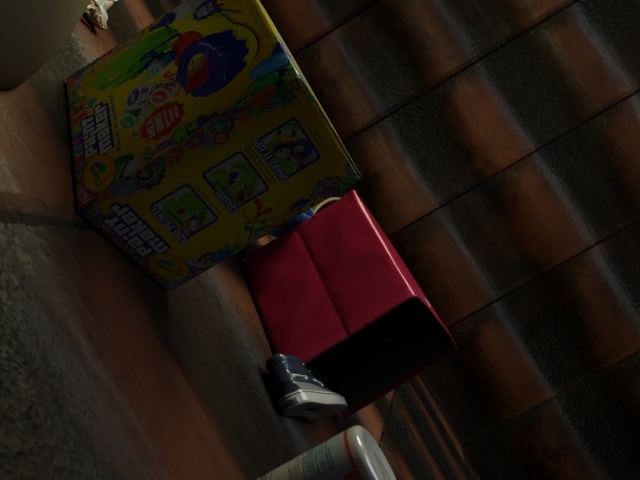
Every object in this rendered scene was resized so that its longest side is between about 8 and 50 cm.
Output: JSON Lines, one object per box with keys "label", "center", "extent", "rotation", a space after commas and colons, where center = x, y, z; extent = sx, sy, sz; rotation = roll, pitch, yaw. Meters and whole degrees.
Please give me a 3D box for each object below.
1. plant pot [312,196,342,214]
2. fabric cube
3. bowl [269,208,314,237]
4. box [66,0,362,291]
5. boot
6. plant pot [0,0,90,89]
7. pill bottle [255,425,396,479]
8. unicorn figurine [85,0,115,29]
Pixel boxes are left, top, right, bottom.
{"label": "plant pot", "center": [0.000, 0.000, 1.848], "extent": [0.110, 0.237, 0.237], "rotation": [8, -35, 42]}
{"label": "fabric cube", "center": [0.051, 0.120, 1.261], "extent": [0.254, 0.259, 0.258], "rotation": [49, 11, -50]}
{"label": "bowl", "center": [-0.170, -0.159, 1.312], "extent": [0.391, 0.077, 0.391], "rotation": [46, 8, -8]}
{"label": "box", "center": [-0.145, -0.143, 0.879], "extent": [0.177, 0.279, 0.290], "rotation": [53, 8, -45]}
{"label": "boot", "center": [-0.019, 0.226, 1.079], "extent": [0.086, 0.069, 0.190], "rotation": [66, 10, 25]}
{"label": "plant pot", "center": [-0.328, -0.325, 0.706], "extent": [0.284, 0.191, 0.284], "rotation": [59, 7, -12]}
{"label": "pill bottle", "center": [-0.012, 0.247, 0.650], "extent": [0.087, 0.160, 0.087], "rotation": [58, 7, -11]}
{"label": "unicorn figurine", "center": [-0.403, -0.430, 1.237], "extent": [0.111, 0.060, 0.161], "rotation": [51, 27, -54]}
